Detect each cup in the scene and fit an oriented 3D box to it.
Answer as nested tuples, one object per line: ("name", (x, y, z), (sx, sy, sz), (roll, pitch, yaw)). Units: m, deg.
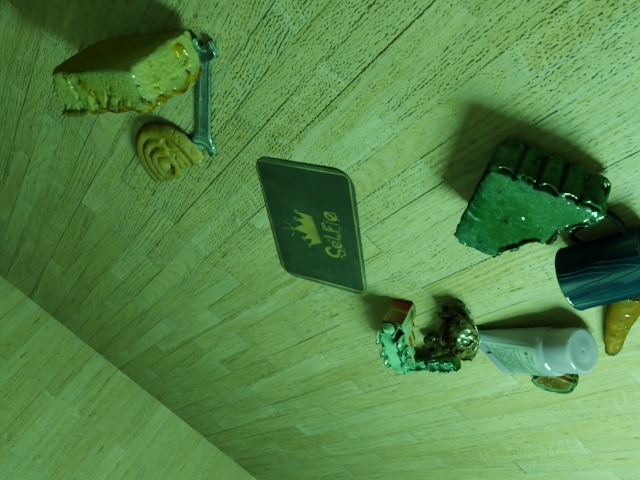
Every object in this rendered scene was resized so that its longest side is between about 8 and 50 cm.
("cup", (0.477, 0.036, 0.946), (0.150, 0.113, 0.138), (47, 138, -18))

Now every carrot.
("carrot", (0.560, 0.155, 1.061), (0.061, 0.061, 0.209), (13, 140, 24))

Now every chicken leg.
("chicken leg", (0.300, 0.221, 1.278), (0.125, 0.080, 0.196), (52, 156, 27))

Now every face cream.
("face cream", (0.445, 0.238, 1.208), (0.154, 0.096, 0.274), (43, 153, -15))

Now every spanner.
("spanner", (-0.245, -0.291, 1.186), (0.071, 0.017, 0.302), (29, 142, 13))

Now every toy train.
("toy train", (0.192, 0.238, 1.356), (0.074, 0.118, 0.176), (11, 140, 34))
("toy train", (0.273, 0.308, 1.405), (0.148, 0.071, 0.038), (-8, 87, 39))

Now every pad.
("pad", (0.001, 0.000, 1.278), (0.315, 0.063, 0.375), (12, 137, 25))

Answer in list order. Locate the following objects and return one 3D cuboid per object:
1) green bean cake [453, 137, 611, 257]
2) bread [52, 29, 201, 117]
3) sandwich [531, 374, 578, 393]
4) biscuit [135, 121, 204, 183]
("green bean cake", (0.347, -0.050, 0.953), (0.193, 0.107, 0.208), (24, 141, 8))
("bread", (-0.377, -0.321, 1.105), (0.275, 0.185, 0.114), (6, 133, 34))
("sandwich", (0.523, 0.315, 1.269), (0.101, 0.026, 0.069), (5, 134, 32))
("biscuit", (-0.373, -0.210, 1.336), (0.224, 0.033, 0.144), (-10, 122, 44))
